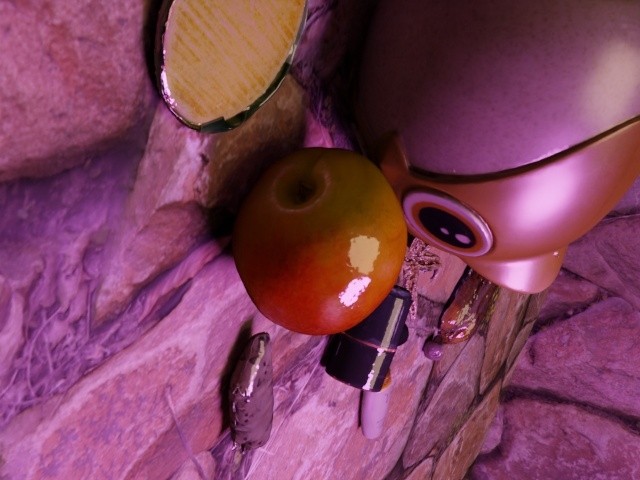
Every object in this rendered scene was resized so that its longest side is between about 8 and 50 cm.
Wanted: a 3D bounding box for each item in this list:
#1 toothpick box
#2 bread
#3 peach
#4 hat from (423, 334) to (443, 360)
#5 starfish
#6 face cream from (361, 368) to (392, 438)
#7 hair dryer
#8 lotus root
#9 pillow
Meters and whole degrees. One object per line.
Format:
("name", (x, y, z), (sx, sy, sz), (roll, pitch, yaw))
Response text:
("toothpick box", (0.238, -0.182, 1.194), (0.409, 0.408, 0.426), (-39, 150, -47))
("bread", (-0.089, -0.217, 0.911), (0.228, 0.033, 0.229), (-40, 146, -35))
("peach", (0.000, 0.000, 1.102), (0.231, 0.230, 0.231), (-47, 150, -38))
("hat", (0.261, 0.253, 2.121), (0.087, 0.042, 0.058), (-104, -148, -70))
("starfish", (0.180, 0.036, 1.712), (0.213, 0.056, 0.238), (13, 93, -56))
("face cream", (0.113, 0.332, 1.848), (0.072, 0.051, 0.182), (-37, 143, -42))
("hair dryer", (0.121, 0.160, 1.677), (0.352, 0.107, 0.189), (4, 106, -74))
("lotus root", (0.398, 0.118, 2.230), (0.329, 0.078, 0.167), (-58, 157, -18))
("pillow", (-0.103, 0.235, 1.293), (0.093, 0.051, 0.241), (-50, 153, -45))
